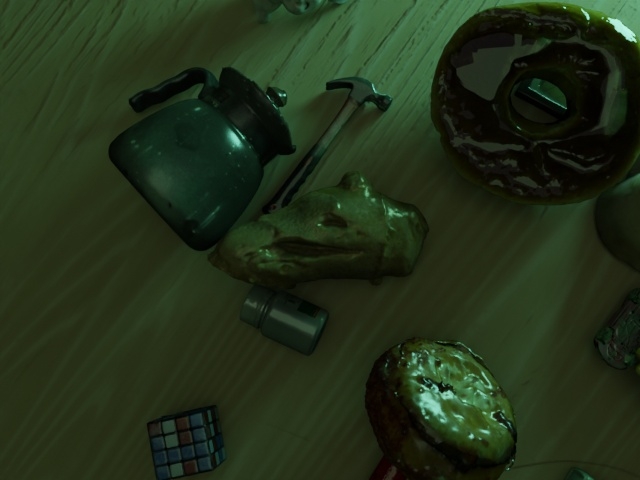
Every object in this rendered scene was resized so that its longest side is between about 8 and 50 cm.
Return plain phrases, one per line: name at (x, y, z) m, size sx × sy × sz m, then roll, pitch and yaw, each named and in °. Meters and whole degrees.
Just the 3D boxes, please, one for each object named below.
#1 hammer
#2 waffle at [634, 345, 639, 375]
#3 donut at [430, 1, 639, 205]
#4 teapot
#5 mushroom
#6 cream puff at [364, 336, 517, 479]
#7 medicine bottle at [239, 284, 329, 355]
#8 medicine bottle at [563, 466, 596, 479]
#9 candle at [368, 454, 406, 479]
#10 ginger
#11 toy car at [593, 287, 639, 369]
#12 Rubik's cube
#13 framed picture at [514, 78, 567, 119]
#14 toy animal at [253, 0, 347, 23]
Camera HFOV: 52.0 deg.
hammer at (-0.002, -0.156, 1.118) m, size 0.111 × 0.033 × 0.288 m, roll 35°, pitch 87°, yaw 8°
waffle at (0.605, 0.165, 0.986) m, size 0.280 × 0.060 × 0.262 m, roll 6°, pitch 90°, yaw -6°
donut at (0.340, -0.217, 1.024) m, size 0.330 × 0.160 × 0.330 m, roll 3°, pitch 103°, yaw 13°
teapot at (-0.179, -0.160, 1.080) m, size 0.285 × 0.305 × 0.223 m, roll -42°, pitch 120°, yaw -9°
mushroom at (0.526, -0.057, 0.993) m, size 0.173 × 0.162 × 0.236 m, roll -24°, pitch 79°, yaw 0°
cream puff at (0.172, 0.262, 0.964) m, size 0.240 × 0.240 × 0.164 m, roll 42°, pitch 118°, yaw 9°
medicine bottle at (-0.059, 0.125, 1.060) m, size 0.130 × 0.080 × 0.080 m, roll 25°, pitch 85°, yaw 8°
medicine bottle at (0.425, 0.400, 0.982) m, size 0.118 × 0.074 × 0.055 m, roll 35°, pitch 86°, yaw 8°
candle at (0.104, 0.375, 1.026) m, size 0.052 × 0.052 × 0.131 m, roll 31°, pitch 86°, yaw 8°
ginger at (0.000, 0.000, 1.028) m, size 0.354 × 0.126 × 0.190 m, roll -14°, pitch 109°, yaw -10°
toy car at (0.481, 0.137, 1.024) m, size 0.069 × 0.055 × 0.142 m, roll 44°, pitch 78°, yaw -1°
Rubik's cube at (-0.211, 0.319, 1.040) m, size 0.092 × 0.092 × 0.092 m, roll -12°, pitch 81°, yaw 3°
framed picture at (0.432, -0.260, 1.099) m, size 0.168 × 0.023 × 0.128 m, roll 31°, pitch 86°, yaw 8°
toy animal at (-0.031, -0.446, 1.115) m, size 0.181 × 0.131 × 0.127 m, roll 4°, pitch 46°, yaw 19°
